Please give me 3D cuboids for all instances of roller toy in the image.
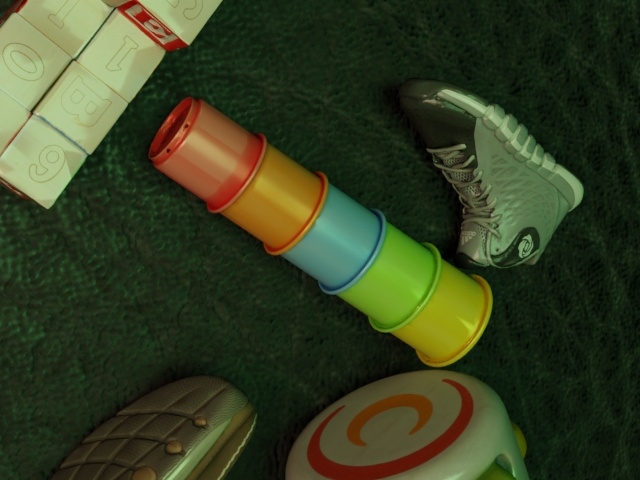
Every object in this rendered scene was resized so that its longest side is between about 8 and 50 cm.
[{"bbox_3d":[0.079,0.214,0.732,0.191,0.209,0.146,-16,108,15],"label":"roller toy"}]

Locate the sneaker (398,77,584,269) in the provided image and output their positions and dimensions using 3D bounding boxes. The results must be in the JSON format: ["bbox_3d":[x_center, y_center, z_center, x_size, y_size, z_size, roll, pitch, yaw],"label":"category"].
[{"bbox_3d":[0.142,-0.043,0.792,0.229,0.086,0.132,30,85,-29],"label":"sneaker"}]

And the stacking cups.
[{"bbox_3d":[0.000,0.000,0.723,0.316,0.096,0.096,31,82,-24],"label":"stacking cups"}]

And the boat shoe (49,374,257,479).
[{"bbox_3d":[-0.160,0.243,0.657,0.324,0.123,0.116,-47,122,-8],"label":"boat shoe"}]

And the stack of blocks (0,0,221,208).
[{"bbox_3d":[-0.135,-0.167,0.579,0.087,0.171,0.297,40,78,-26],"label":"stack of blocks"}]
